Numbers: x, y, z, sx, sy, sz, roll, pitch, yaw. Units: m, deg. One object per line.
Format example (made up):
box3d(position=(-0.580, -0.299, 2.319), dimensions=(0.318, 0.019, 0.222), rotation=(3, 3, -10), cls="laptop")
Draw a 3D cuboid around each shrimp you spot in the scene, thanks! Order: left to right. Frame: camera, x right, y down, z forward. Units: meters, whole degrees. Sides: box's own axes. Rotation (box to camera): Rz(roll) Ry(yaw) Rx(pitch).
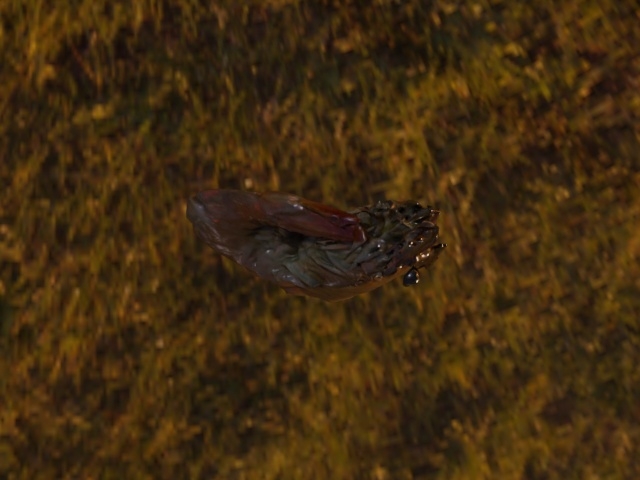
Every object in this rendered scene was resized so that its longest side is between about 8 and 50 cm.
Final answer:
box3d(position=(0.000, 0.000, 0.882), dimensions=(0.101, 0.190, 0.042), rotation=(30, 71, -28), cls="shrimp")
